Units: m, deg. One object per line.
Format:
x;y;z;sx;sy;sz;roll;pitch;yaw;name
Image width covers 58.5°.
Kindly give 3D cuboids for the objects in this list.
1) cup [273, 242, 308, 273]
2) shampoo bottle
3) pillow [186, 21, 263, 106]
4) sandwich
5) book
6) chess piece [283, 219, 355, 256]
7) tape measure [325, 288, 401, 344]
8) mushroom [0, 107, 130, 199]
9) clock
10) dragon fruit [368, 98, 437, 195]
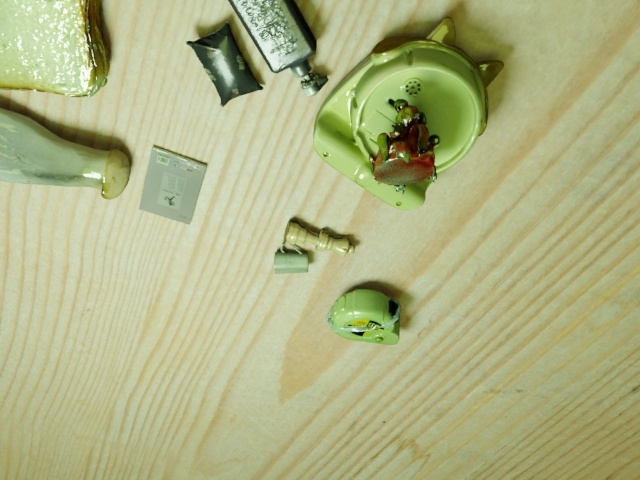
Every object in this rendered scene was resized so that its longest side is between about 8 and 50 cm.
-0.072;0.046;1.411;0.083;0.074;0.054;0;165;0;cup
-0.085;-0.396;1.033;0.098;0.071;0.309;-21;124;19;shampoo bottle
-0.184;-0.337;1.105;0.091;0.048;0.150;-10;132;23;pillow
-0.529;-0.418;1.036;0.271;0.099;0.301;5;126;-6;sandwich
-0.341;-0.121;1.312;0.127;0.014;0.181;18;128;-10;book
0.000;0.000;1.360;0.172;0.060;0.060;14;129;-10;chess piece
0.116;0.193;1.474;0.200;0.106;0.175;8;143;0;tape measure
-0.576;-0.180;1.216;0.329;0.122;0.159;12;138;-6;mushroom
0.178;-0.244;1.106;0.286;0.117;0.348;31;125;-20;clock
0.160;-0.163;1.032;0.139;0.142;0.174;0;101;-29;dragon fruit
